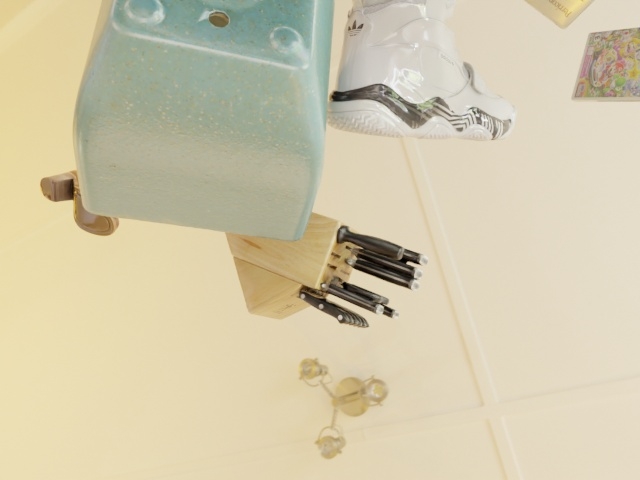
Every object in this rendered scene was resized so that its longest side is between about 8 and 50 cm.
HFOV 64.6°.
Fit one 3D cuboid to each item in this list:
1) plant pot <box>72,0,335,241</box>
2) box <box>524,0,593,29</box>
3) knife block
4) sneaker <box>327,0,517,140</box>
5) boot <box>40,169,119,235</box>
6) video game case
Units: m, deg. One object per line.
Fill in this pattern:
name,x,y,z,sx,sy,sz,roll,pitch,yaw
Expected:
plant pot,-0.100,-0.165,0.495,0.247,0.252,0.247,8,-109,-13
box,0.279,-0.340,0.441,0.275,0.113,0.094,-49,-158,45
knife block,0.000,0.000,0.702,0.242,0.088,0.275,-28,-115,17
sneaker,0.170,-0.253,0.721,0.137,0.366,0.210,24,-65,49
boot,-0.398,-0.084,0.947,0.197,0.152,0.072,33,-61,21
video game case,0.372,-0.211,0.608,0.122,0.011,0.087,22,-78,54
